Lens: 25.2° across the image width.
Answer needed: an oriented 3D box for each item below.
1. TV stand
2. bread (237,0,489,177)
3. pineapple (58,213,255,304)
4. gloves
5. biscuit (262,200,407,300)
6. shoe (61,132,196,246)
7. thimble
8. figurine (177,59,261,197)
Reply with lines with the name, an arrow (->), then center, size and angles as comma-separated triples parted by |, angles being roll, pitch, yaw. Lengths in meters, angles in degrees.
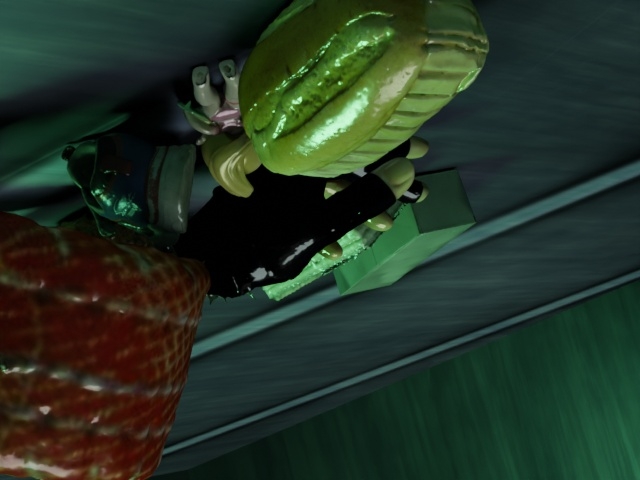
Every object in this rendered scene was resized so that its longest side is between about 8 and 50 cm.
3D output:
TV stand -> 0.100, -0.007, 1.926 | 0.088, 0.082, 0.269 | -12, 165, -26
bread -> 0.023, -0.141, 1.170 | 0.106, 0.140, 0.236 | -1, 157, -38
pineapple -> -0.191, 0.028, 1.645 | 0.251, 0.125, 0.125 | 3, 157, -42
gloves -> -0.006, -0.041, 1.520 | 0.301, 0.152, 0.197 | -16, -171, -28
biscuit -> 0.000, 0.000, 1.787 | 0.252, 0.052, 0.150 | -30, -167, 45
shoe -> -0.189, -0.050, 1.379 | 0.126, 0.099, 0.227 | 6, 175, -12
thimble -> -0.286, 0.094, 1.345 | 0.350, 0.230, 0.350 | 13, 177, 1
figurine -> -0.089, -0.105, 1.340 | 0.083, 0.083, 0.187 | -15, 157, -5
